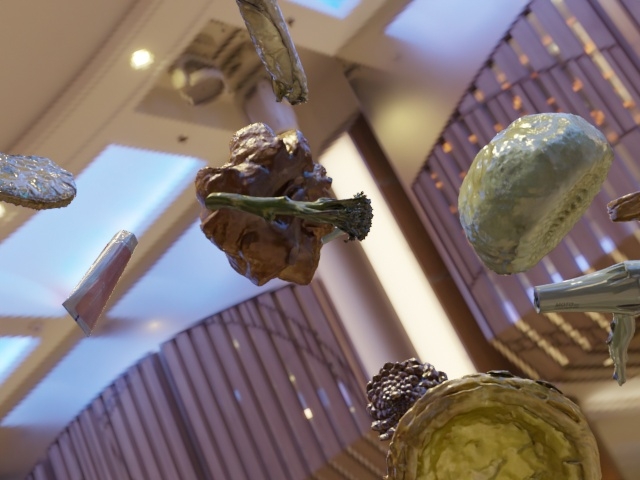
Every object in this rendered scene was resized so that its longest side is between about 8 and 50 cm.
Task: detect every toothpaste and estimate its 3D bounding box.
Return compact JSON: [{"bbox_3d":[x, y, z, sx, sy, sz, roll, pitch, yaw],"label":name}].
[{"bbox_3d":[-0.329,0.058,1.624,0.043,0.194,0.067,-16,-59,28],"label":"toothpaste"}]

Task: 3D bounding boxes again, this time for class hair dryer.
[{"bbox_3d":[0.434,0.136,1.731,0.229,0.092,0.267,7,-53,-13],"label":"hair dryer"}]

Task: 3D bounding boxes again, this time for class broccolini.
[{"bbox_3d":[-0.038,-0.042,1.379,0.216,0.058,0.067,7,-60,14],"label":"broccolini"}]

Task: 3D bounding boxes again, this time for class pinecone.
[{"bbox_3d":[0.208,0.350,2.271,0.212,0.169,0.185,22,-91,-28],"label":"pinecone"}]

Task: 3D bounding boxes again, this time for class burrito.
[{"bbox_3d":[-0.068,-0.280,1.478,0.058,0.063,0.229,-15,-49,6],"label":"burrito"}]

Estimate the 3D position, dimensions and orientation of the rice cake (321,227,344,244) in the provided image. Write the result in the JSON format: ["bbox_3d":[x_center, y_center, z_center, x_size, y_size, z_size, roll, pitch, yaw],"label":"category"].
[{"bbox_3d":[0.000,0.000,2.234,0.121,0.021,0.022,-27,-11,5],"label":"rice cake"}]

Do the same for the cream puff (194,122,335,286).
[{"bbox_3d":[-0.081,-0.047,1.714,0.241,0.269,0.155,-36,10,-25],"label":"cream puff"}]

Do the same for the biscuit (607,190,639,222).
[{"bbox_3d":[0.563,-0.077,1.539,0.302,0.049,0.197,-17,-12,17],"label":"biscuit"}]

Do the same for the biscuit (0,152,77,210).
[{"bbox_3d":[-0.499,-0.097,1.764,0.290,0.141,0.038,4,-57,-53],"label":"biscuit"}]

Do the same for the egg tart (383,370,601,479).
[{"bbox_3d":[0.273,0.355,1.740,0.345,0.345,0.132,-30,14,6],"label":"egg tart"}]

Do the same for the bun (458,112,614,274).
[{"bbox_3d":[0.217,-0.058,1.141,0.195,0.118,0.195,-44,-17,-17],"label":"bun"}]
